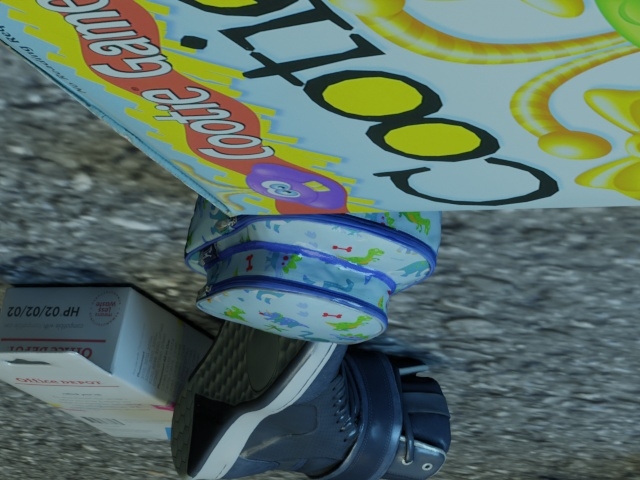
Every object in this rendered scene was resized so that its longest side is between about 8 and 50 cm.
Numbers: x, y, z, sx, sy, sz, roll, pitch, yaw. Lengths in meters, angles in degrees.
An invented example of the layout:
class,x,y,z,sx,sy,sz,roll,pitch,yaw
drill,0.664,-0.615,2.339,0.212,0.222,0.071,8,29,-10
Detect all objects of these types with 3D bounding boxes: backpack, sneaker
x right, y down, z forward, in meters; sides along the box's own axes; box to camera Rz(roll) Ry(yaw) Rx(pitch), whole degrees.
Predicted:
class,x,y,z,sx,sy,sz,roll,pitch,yaw
backpack,0.000,0.000,0.759,0.105,0.084,0.114,17,156,-22
sneaker,0.019,0.082,0.981,0.163,0.086,0.226,6,151,-21

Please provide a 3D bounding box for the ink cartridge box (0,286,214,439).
class,x,y,z,sx,sy,sz,roll,pitch,yaw
ink cartridge box,-0.140,0.076,1.065,0.104,0.061,0.181,-2,157,30

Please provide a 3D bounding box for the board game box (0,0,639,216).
class,x,y,z,sx,sy,sz,roll,pitch,yaw
board game box,0.072,-0.098,0.373,0.275,0.144,0.142,0,157,30
